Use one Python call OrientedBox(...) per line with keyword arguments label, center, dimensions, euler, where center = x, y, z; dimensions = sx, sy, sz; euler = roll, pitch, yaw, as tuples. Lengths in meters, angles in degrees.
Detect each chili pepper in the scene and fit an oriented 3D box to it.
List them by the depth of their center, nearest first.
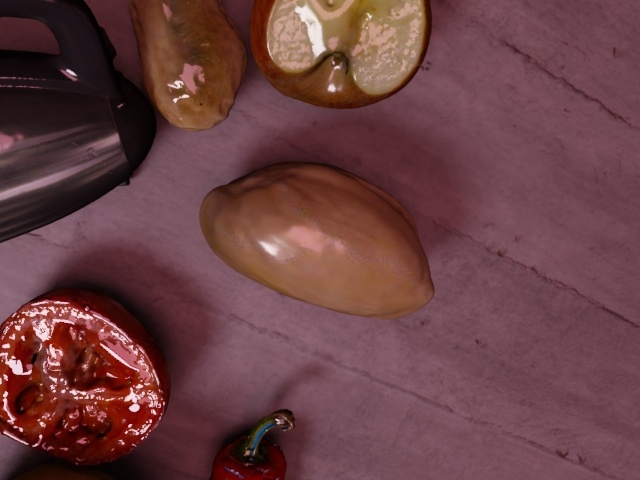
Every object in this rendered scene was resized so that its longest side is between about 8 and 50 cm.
OrientedBox(label="chili pepper", center=(-0.116, 0.396, 0.741), dimensions=(0.110, 0.110, 0.387), euler=(9, 106, -12))

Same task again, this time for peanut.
OrientedBox(label="peanut", center=(-0.146, -0.240, 0.571), dimensions=(0.120, 0.110, 0.236), euler=(-4, 97, 3))

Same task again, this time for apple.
OrientedBox(label="apple", center=(0.023, -0.234, 0.568), dimensions=(0.195, 0.160, 0.173), euler=(9, 99, -10))

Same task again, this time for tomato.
OrientedBox(label="tomato", center=(-0.298, 0.161, 0.654), dimensions=(0.228, 0.101, 0.227), euler=(0, 104, -1))

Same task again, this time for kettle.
OrientedBox(label="kettle", center=(-0.311, -0.122, 0.526), dimensions=(0.271, 0.207, 0.250), euler=(-15, 119, -15))

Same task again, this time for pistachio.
OrientedBox(label="pistachio", center=(0.000, 0.000, 0.628), dimensions=(0.293, 0.162, 0.181), euler=(19, 118, -17))

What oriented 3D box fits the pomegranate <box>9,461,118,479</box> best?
OrientedBox(label="pomegranate", center=(-0.335, 0.443, 0.610), dimensions=(0.333, 0.332, 0.332), euler=(-2, 105, -9))
